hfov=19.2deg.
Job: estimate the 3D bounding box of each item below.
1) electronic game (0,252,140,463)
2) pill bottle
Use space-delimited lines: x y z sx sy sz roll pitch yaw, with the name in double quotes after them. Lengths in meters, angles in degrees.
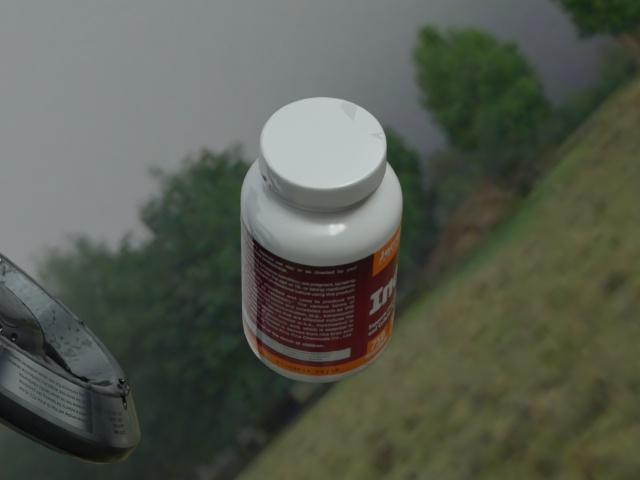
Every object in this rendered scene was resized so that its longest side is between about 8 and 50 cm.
-0.189 0.040 1.007 0.048 0.229 0.229 -51 -2 4 "electronic game"
0.000 0.000 1.005 0.086 0.086 0.152 -45 -27 -32 "pill bottle"
